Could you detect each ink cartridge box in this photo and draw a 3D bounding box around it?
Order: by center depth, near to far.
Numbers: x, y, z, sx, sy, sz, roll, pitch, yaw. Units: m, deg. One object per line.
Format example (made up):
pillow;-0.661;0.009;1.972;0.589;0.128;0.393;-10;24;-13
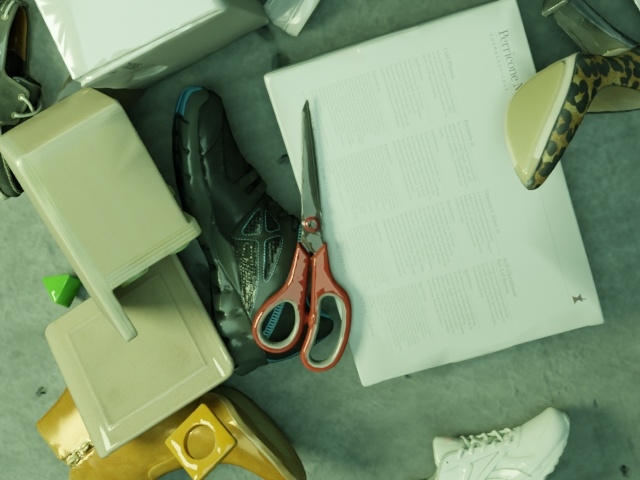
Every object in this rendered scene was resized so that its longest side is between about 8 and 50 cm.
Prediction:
ink cartridge box;-0.220;-0.363;1.139;0.166;0.285;0.394;-24;95;9

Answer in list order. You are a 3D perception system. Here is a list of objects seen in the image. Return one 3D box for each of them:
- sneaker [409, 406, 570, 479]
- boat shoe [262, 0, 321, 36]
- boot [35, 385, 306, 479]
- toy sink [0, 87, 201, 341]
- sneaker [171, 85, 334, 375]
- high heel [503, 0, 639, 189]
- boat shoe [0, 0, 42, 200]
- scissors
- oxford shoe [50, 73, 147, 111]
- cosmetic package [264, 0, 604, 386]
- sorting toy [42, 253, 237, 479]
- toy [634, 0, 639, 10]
sneaker;0.192;0.267;1.368;0.232;0.090;0.115;-43;93;11
boat shoe;-0.006;-0.318;1.266;0.063;0.066;0.184;30;113;-3
boot;-0.183;0.255;1.381;0.295;0.104;0.211;41;95;7
toy sink;-0.226;-0.033;1.240;0.131;0.153;0.234;-33;113;-13
sneaker;-0.083;-0.020;1.323;0.140;0.125;0.340;-16;108;-7
high heel;0.289;-0.124;1.193;0.186;0.261;0.093;35;147;-26
boat shoe;-0.361;-0.161;1.317;0.079;0.084;0.233;-2;100;6
scissors;0.000;0.000;1.263;0.109;0.021;0.297;12;100;0
oxford shoe;-0.267;-0.157;1.322;0.076;0.076;0.212;45;87;-8
cosmetic package;0.131;-0.053;1.293;0.284;0.097;0.377;-15;101;10
sorting toy;-0.207;0.131;1.326;0.196;0.047;0.347;-34;65;8
toy;0.411;-0.275;1.239;0.137;0.056;0.237;-29;94;14
